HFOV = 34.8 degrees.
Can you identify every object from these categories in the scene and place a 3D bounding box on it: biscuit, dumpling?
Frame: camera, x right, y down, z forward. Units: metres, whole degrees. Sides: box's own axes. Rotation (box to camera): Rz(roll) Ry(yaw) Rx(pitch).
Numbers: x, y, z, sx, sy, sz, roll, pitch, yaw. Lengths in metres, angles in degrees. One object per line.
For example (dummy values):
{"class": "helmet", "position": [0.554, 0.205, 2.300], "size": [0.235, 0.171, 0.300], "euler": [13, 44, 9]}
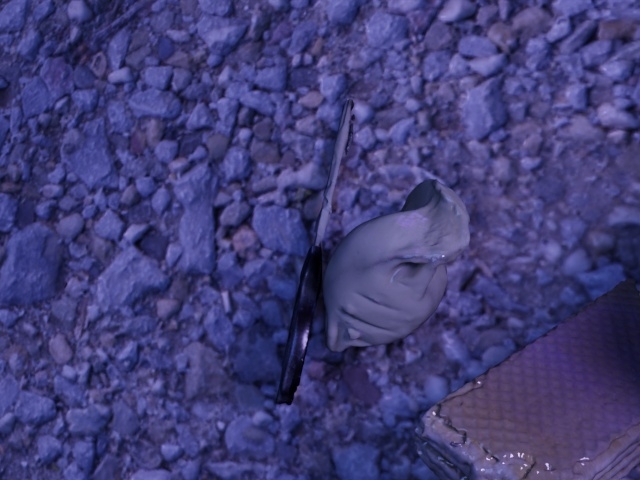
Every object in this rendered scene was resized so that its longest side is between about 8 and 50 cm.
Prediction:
{"class": "biscuit", "position": [0.183, 0.114, 0.708], "size": [0.239, 0.062, 0.108], "euler": [-26, 48, -31]}
{"class": "dumpling", "position": [0.057, 0.015, 0.868], "size": [0.100, 0.169, 0.134], "euler": [13, 47, -3]}

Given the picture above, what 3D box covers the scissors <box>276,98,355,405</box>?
{"class": "scissors", "position": [0.000, 0.000, 0.923], "size": [0.022, 0.109, 0.300], "euler": [14, 67, -2]}
